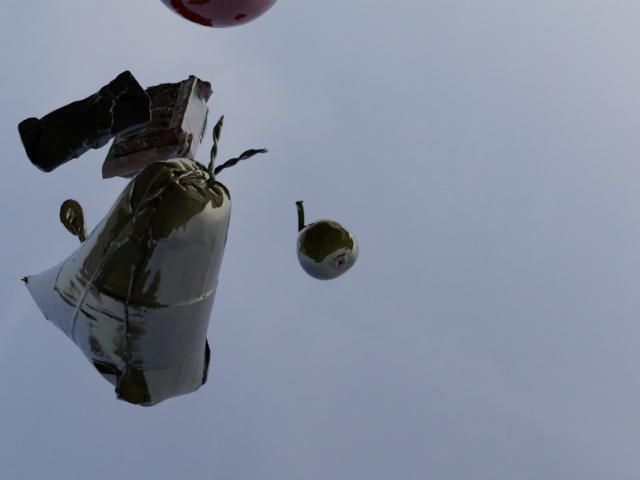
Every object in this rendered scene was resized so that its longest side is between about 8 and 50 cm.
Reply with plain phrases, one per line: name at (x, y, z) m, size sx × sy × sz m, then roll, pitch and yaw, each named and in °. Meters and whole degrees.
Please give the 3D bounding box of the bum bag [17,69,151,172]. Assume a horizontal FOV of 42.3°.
bum bag at (-0.438, -0.223, 1.543) m, size 0.248 × 0.060 × 0.123 m, roll -33°, pitch -110°, yaw -6°

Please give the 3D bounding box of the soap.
soap at (-0.339, -0.240, 1.741) m, size 0.217 × 0.098 × 0.273 m, roll -11°, pitch -146°, yaw 7°

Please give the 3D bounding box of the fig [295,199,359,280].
fig at (-0.006, 0.011, 1.912) m, size 0.186 × 0.148 × 0.142 m, roll 16°, pitch -124°, yaw 48°

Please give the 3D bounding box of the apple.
apple at (-0.179, -0.495, 1.425) m, size 0.216 × 0.260 × 0.260 m, roll -4°, pitch -141°, yaw 29°

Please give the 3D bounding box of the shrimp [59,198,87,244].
shrimp at (-0.512, -0.033, 1.714) m, size 0.023 × 0.108 × 0.059 m, roll -17°, pitch 172°, yaw 38°

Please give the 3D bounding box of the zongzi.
zongzi at (-0.365, -0.022, 1.412) m, size 0.466 × 0.500 × 0.218 m, roll 27°, pitch -154°, yaw 26°
